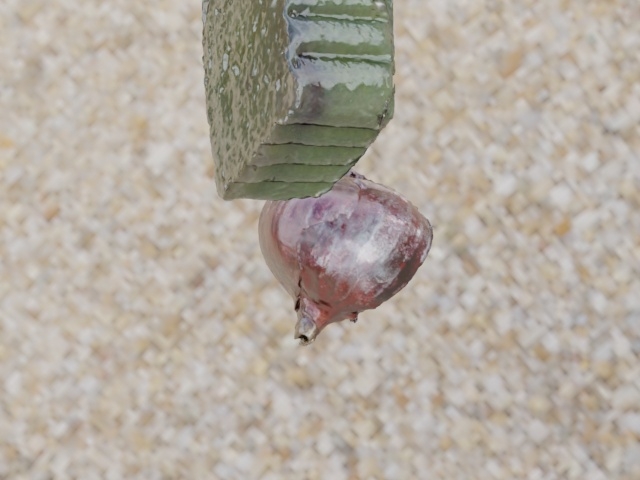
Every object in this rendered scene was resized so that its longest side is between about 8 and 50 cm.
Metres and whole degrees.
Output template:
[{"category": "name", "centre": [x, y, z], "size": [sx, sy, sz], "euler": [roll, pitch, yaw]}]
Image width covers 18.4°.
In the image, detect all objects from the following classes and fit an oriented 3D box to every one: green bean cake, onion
[{"category": "green bean cake", "centre": [-0.015, -0.131, 1.397], "size": [0.181, 0.094, 0.173], "euler": [131, 137, -58]}, {"category": "onion", "centre": [0.000, 0.000, 1.593], "size": [0.151, 0.098, 0.206], "euler": [-54, 20, -16]}]
